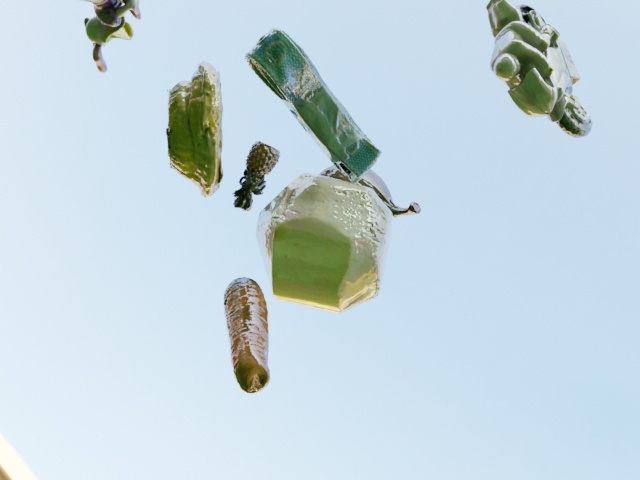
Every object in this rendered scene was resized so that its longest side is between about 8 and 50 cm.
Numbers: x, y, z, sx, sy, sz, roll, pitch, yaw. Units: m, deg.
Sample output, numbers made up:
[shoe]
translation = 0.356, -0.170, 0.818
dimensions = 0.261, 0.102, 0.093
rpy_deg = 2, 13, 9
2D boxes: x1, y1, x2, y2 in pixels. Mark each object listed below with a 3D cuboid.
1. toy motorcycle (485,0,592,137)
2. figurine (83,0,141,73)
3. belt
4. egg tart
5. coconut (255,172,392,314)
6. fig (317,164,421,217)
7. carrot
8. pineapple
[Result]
[toy motorcycle]
translation = 0.427, -0.361, 1.205
dimensions = 0.108, 0.222, 0.341
rpy_deg = -43, -129, 51
[figurine]
translation = -0.556, -0.599, 1.495
dimensions = 0.421, 0.193, 0.154
rpy_deg = 117, -46, -72
[belt]
translation = -0.002, -0.199, 0.928
dimensions = 0.302, 0.072, 0.087
rpy_deg = 44, -6, -40
[egg tart]
translation = -0.269, -0.236, 1.272
dimensions = 0.115, 0.290, 0.290
rpy_deg = 1, -61, -13
[coconut]
translation = -0.001, 0.004, 0.970
dimensions = 0.241, 0.241, 0.241
rpy_deg = 13, -62, 25
[fig]
translation = 0.120, -0.082, 1.505
dimensions = 0.320, 0.217, 0.217
rpy_deg = 17, -58, 48
[carrot]
translation = -0.092, 0.117, 0.751
dimensions = 0.060, 0.186, 0.060
rpy_deg = -6, -52, -8
[pineapple]
translation = -0.150, -0.142, 1.329
dimensions = 0.074, 0.074, 0.159
rpy_deg = 25, -88, 18
